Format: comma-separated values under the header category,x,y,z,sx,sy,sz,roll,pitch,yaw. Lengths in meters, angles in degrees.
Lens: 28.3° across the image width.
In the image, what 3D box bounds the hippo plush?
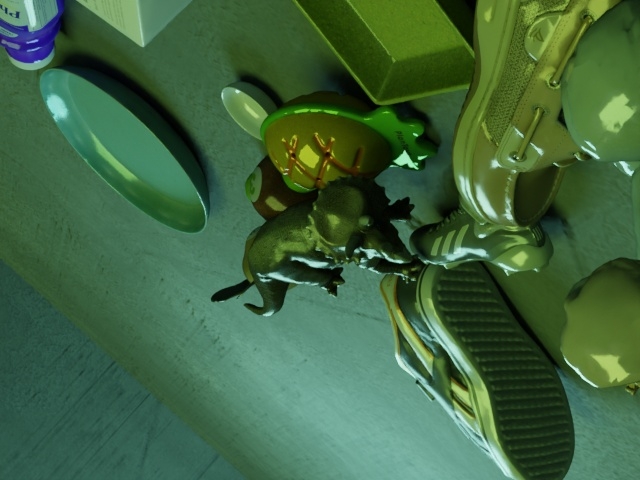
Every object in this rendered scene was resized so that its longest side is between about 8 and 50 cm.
category,x,y,z,sx,sy,sz,roll,pitch,yaw
hippo plush,0.268,-0.044,0.790,0.234,0.236,0.294,-14,170,28

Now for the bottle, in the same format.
category,x,y,z,sx,sy,sz,roll,pitch,yaw
bottle,-0.381,-0.314,1.588,0.118,0.092,0.283,37,158,10

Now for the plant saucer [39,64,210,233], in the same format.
category,x,y,z,sx,sy,sz,roll,pitch,yaw
plant saucer,-0.272,-0.136,1.816,0.317,0.043,0.317,34,158,16

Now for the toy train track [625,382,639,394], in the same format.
category,x,y,z,sx,sy,sz,roll,pitch,yaw
toy train track,0.329,0.143,1.359,0.048,0.014,0.083,27,154,33

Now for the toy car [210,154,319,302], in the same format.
category,x,y,z,sx,sy,sz,roll,pitch,yaw
toy car,-0.059,0.001,1.509,0.149,0.188,0.155,46,158,-11

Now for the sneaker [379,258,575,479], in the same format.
category,x,y,z,sx,sy,sz,roll,pitch,yaw
sneaker,0.182,0.149,1.477,0.127,0.126,0.321,-2,122,55

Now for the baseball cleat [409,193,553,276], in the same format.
category,x,y,z,sx,sy,sz,roll,pitch,yaw
baseball cleat,0.154,-0.023,1.289,0.206,0.072,0.109,5,123,54

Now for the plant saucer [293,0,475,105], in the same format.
category,x,y,z,sx,sy,sz,roll,pitch,yaw
plant saucer,0.056,-0.210,1.101,0.188,0.045,0.188,49,158,-20

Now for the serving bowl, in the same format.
category,x,y,z,sx,sy,sz,roll,pitch,yaw
serving bowl,-0.075,-0.153,1.461,0.083,0.027,0.083,34,158,16

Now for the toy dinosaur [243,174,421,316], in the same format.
category,x,y,z,sx,sy,sz,roll,pitch,yaw
toy dinosaur,0.000,0.000,1.327,0.160,0.121,0.313,18,159,-38

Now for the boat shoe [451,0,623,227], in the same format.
category,x,y,z,sx,sy,sz,roll,pitch,yaw
boat shoe,0.180,-0.105,0.983,0.110,0.121,0.341,33,156,23

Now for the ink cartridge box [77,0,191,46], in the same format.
category,x,y,z,sx,sy,sz,roll,pitch,yaw
ink cartridge box,-0.252,-0.354,1.251,0.283,0.117,0.207,36,158,14

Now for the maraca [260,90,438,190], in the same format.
category,x,y,z,sx,sy,sz,roll,pitch,yaw
maraca,0.027,-0.102,1.300,0.186,0.099,0.127,0,152,25
